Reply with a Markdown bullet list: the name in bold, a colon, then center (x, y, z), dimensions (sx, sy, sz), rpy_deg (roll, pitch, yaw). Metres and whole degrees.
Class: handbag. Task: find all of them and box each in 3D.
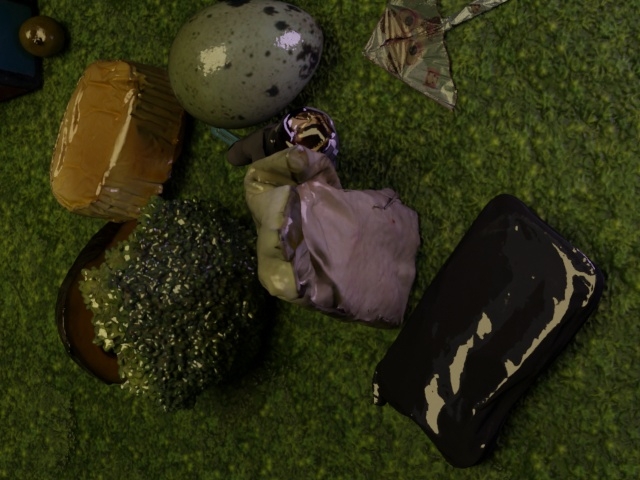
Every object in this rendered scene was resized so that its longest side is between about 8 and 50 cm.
- **handbag**: center (0.198, 0.118, 1.535), dimensions (0.191, 0.075, 0.332), rpy_deg (44, 113, 31)

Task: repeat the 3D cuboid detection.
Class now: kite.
- **kite**: center (0.159, -0.281, 1.636), dimensions (0.250, 0.012, 0.229), rpy_deg (-18, 79, 34)

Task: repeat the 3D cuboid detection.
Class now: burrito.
- **burrito**: center (-0.001, -0.003, 1.535), dimensions (0.135, 0.332, 0.190), rpy_deg (10, 85, 30)

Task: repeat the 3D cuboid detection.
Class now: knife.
- **knife**: center (-0.131, -0.147, 1.844), dimensions (0.096, 0.010, 0.027), rpy_deg (36, 107, 33)

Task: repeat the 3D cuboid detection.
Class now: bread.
- **bread**: center (-0.300, -0.150, 1.893), dimensions (0.179, 0.133, 0.250), rpy_deg (15, 90, 40)

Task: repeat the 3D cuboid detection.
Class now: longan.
- **longan**: center (-0.462, -0.336, 2.062), dimensions (0.075, 0.083, 0.075), rpy_deg (1, 110, 4)

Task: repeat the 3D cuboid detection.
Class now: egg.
- **egg**: center (-0.103, -0.250, 1.730), dimensions (0.228, 0.177, 0.177), rpy_deg (-21, 74, 20)

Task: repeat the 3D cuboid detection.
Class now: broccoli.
- **broccoli**: center (-0.206, 0.077, 1.756), dimensions (0.260, 0.235, 0.288), rpy_deg (21, 62, 35)

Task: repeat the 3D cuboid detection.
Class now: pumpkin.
- **pumpkin**: center (-0.359, 0.083, 1.901), dimensions (0.111, 0.163, 0.278), rpy_deg (-8, 80, 35)

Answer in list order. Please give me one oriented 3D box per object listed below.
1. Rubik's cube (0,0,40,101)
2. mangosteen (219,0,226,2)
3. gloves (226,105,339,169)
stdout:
- **Rubik's cube**: center (-0.691, -0.387, 2.095), dimensions (0.313, 0.316, 0.318), rpy_deg (-12, 80, 34)
- **mangosteen**: center (-0.136, -0.445, 1.742), dimensions (0.243, 0.243, 0.243), rpy_deg (-3, 84, 37)
- **gloves**: center (-0.048, -0.118, 1.656), dimensions (0.285, 0.142, 0.119), rpy_deg (-151, 66, -81)
